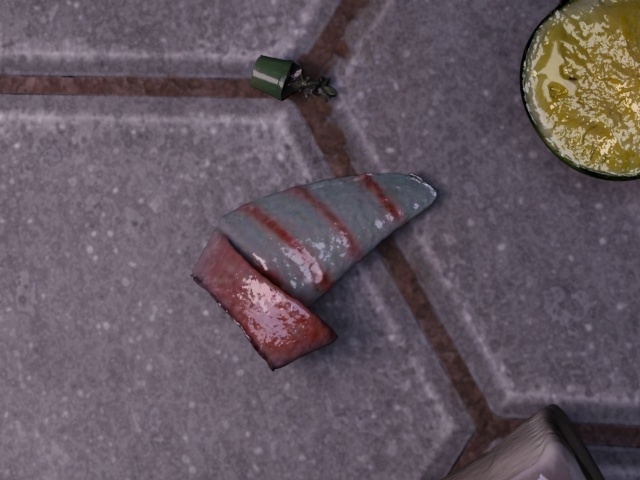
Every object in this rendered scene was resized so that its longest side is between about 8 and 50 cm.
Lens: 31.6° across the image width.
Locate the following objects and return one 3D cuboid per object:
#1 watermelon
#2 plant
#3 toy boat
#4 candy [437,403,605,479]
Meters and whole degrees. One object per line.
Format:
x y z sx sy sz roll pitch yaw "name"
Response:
0.320 -0.172 1.242 0.204 0.127 0.232 -40 82 3 "watermelon"
-0.029 -0.185 1.333 0.102 0.051 0.051 17 87 4 "plant"
0.000 0.000 1.303 0.282 0.096 0.206 -40 66 -6 "toy boat"
0.185 0.283 1.107 0.208 0.358 0.145 -35 81 7 "candy"
